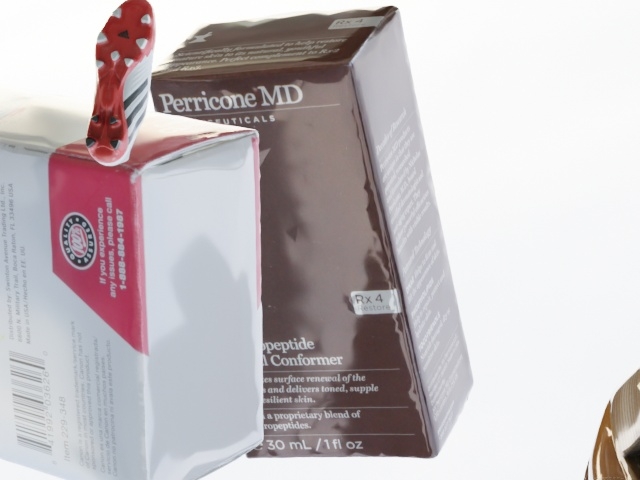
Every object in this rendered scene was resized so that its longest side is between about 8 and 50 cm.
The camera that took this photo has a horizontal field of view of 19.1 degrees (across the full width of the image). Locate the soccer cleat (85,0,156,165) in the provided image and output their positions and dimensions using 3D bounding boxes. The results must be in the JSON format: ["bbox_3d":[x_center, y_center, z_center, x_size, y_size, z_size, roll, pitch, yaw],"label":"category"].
[{"bbox_3d":[-0.096,-0.077,0.926,0.029,0.035,0.083,9,-94,11],"label":"soccer cleat"}]

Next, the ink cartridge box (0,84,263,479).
[{"bbox_3d":[-0.192,0.021,1.263,0.306,0.226,0.131,13,-157,35],"label":"ink cartridge box"}]

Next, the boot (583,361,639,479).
[{"bbox_3d":[0.211,0.227,1.273,0.109,0.220,0.283,4,-118,-3],"label":"boot"}]

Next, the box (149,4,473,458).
[{"bbox_3d":[0.000,0.000,1.654,0.191,0.381,0.143,-3,-155,23],"label":"box"}]
